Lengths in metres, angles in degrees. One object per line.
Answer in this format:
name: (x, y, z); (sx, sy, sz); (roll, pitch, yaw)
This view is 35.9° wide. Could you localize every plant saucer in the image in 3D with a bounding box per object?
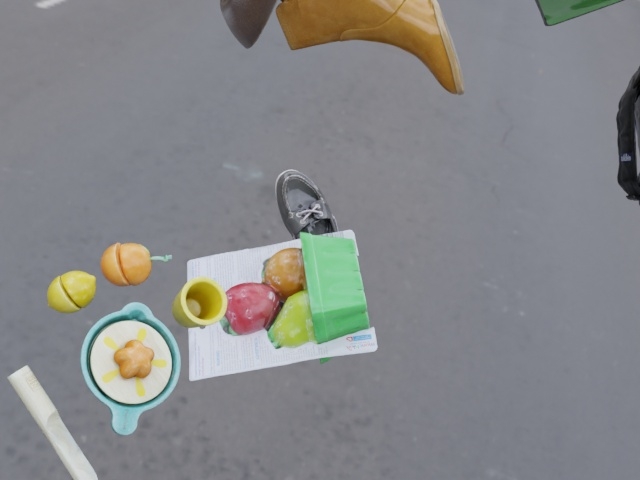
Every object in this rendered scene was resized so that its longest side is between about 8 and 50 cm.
plant saucer: (-0.063, -0.387, 1.189); (0.050, 0.310, 0.310); (15, 25, -16)

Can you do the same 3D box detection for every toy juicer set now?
toy juicer set: (-0.278, 0.137, 1.283); (0.209, 0.089, 0.329); (40, 58, -13)

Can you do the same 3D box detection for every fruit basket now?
fruit basket: (-0.083, 0.128, 1.929); (0.353, 0.165, 0.327); (-14, 43, 4)

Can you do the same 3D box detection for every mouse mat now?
mouse mat: (0.317, -0.288, 1.107); (0.153, 0.007, 0.190); (-17, -6, 17)

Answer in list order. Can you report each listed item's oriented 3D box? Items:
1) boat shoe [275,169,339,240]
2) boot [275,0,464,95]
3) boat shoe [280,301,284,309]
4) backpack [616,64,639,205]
boat shoe: (0.000, 0.000, 2.181); (0.112, 0.335, 0.095); (-25, 16, -15)
boot: (0.058, -0.301, 1.365); (0.211, 0.295, 0.104); (-23, 10, 12)
boat shoe: (-0.069, 0.130, 2.109); (0.152, 0.049, 0.056); (40, 54, 22)
backpack: (0.667, -0.222, 1.788); (0.213, 0.263, 0.276); (-10, -13, -9)
